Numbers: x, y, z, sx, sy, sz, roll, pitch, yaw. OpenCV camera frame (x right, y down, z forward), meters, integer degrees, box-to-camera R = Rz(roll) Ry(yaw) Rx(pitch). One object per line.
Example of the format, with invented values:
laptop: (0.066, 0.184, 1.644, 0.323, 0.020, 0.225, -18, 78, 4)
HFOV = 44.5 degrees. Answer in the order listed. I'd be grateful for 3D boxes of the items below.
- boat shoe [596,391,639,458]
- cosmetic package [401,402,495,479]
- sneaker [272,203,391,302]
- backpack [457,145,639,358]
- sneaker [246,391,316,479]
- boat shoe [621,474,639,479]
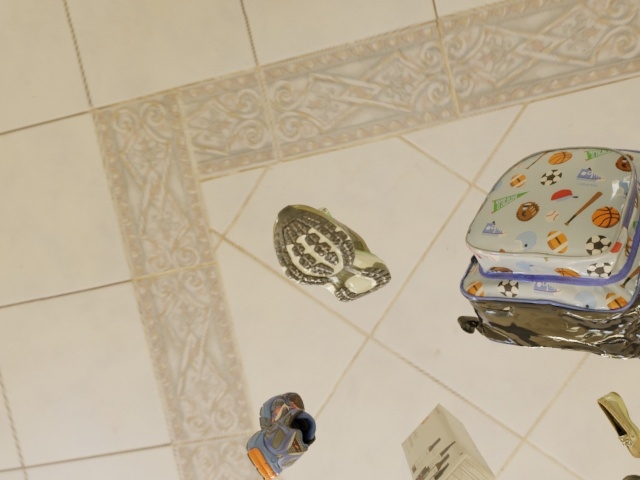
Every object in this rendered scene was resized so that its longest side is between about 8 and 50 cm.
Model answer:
boat shoe: (0.656, 0.408, 1.707, 0.048, 0.056, 0.153, -21, 83, -17)
cosmetic package: (0.185, 0.329, 1.180, 0.060, 0.239, 0.099, 44, 92, -3)
sneaker: (0.000, 0.000, 1.688, 0.158, 0.410, 0.182, -34, 58, 10)
backpack: (0.321, -0.001, 0.987, 0.277, 0.263, 0.213, 7, 136, 36)
sneaker: (-0.043, 0.286, 1.179, 0.087, 0.221, 0.083, -27, 100, 10)
boat shoe: (0.252, 0.286, 0.578, 0.078, 0.070, 0.219, 8, 83, -34)
